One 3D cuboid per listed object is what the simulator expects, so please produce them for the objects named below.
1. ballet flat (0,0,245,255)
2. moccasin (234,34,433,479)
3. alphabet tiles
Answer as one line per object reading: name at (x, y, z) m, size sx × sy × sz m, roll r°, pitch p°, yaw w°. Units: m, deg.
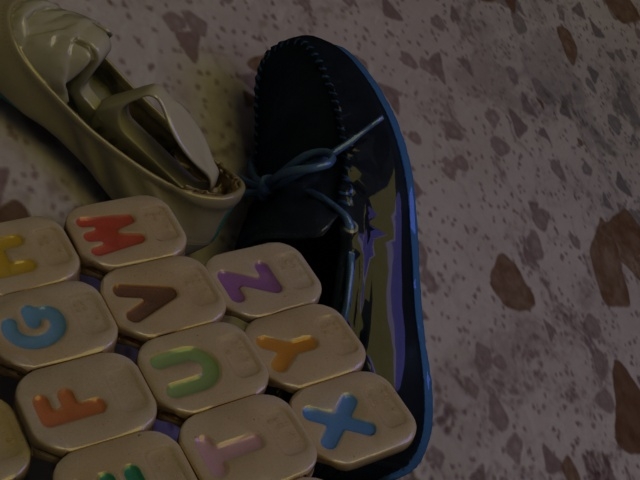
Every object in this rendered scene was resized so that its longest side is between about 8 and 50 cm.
ballet flat at (-0.146, -0.096, 0.756) m, size 0.248 × 0.086 × 0.086 m, roll 46°, pitch 41°, yaw -16°
moccasin at (0.000, 0.000, 0.811) m, size 0.116 × 0.137 × 0.342 m, roll 6°, pitch 61°, yaw -40°
alphabet tiles at (-0.096, 0.082, 0.626) m, size 0.278 × 0.021 × 0.284 m, roll -13°, pitch 50°, yaw -29°
